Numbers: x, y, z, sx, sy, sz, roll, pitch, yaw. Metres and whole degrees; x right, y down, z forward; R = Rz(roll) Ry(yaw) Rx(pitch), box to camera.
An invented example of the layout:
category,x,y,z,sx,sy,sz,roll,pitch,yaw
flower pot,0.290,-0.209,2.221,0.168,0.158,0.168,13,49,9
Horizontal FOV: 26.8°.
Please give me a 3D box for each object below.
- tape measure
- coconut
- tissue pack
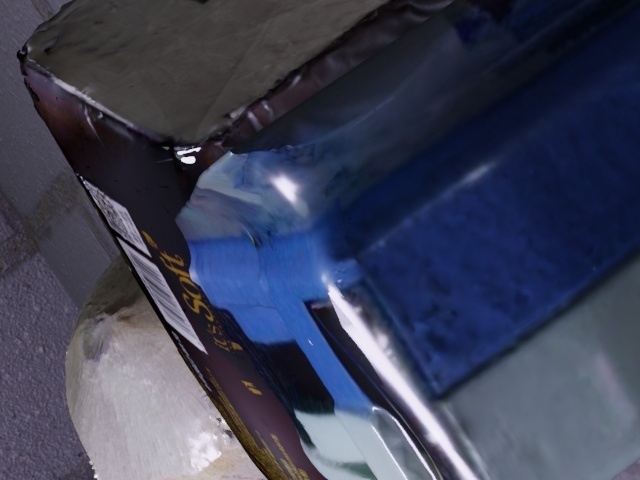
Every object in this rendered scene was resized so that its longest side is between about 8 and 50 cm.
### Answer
category,x,y,z,sx,sy,sz,roll,pitch,yaw
tape measure,0.080,-0.017,0.485,0.138,0.259,0.262,57,162,-1
coconut,-0.093,0.115,1.116,0.247,0.245,0.245,20,-167,-46
tissue pack,0.000,0.000,0.776,0.210,0.198,0.370,38,160,47
